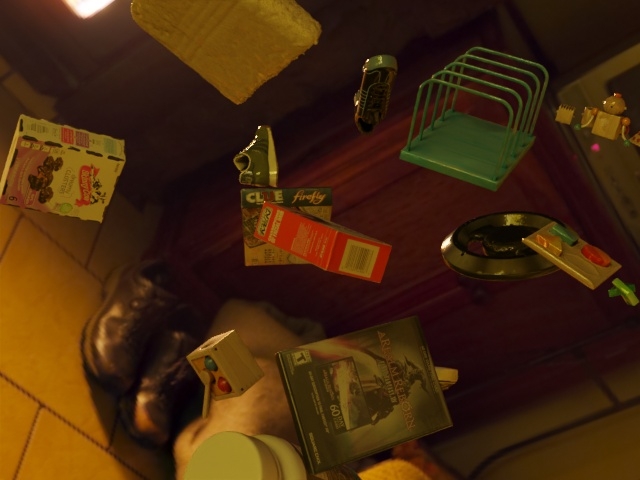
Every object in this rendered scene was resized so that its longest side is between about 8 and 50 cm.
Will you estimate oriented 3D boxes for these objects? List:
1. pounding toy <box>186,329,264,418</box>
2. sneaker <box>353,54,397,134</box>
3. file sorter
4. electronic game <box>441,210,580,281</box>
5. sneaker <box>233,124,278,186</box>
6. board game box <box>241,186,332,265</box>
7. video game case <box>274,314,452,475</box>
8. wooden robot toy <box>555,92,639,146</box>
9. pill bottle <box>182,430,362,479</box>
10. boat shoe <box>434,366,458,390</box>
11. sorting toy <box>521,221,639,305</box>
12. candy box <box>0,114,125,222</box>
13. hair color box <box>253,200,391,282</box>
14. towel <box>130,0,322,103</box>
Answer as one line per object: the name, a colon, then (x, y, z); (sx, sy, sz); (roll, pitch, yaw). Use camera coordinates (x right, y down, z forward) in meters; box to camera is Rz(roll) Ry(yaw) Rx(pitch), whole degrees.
pounding toy: (-0.201, 0.268, 1.692); (0.100, 0.141, 0.130); (-36, 97, -36)
sneaker: (0.124, -0.319, 1.886); (0.232, 0.081, 0.091); (110, -24, -69)
file sorter: (0.186, -0.150, 1.000); (0.170, 0.118, 0.105); (-42, 147, -52)
electronic game: (0.318, 0.008, 1.431); (0.229, 0.229, 0.048); (-66, 150, -61)
sneaker: (-0.139, -0.179, 1.781); (0.192, 0.086, 0.064); (-103, -168, -48)
board game box: (-0.066, -0.023, 1.622); (0.243, 0.165, 0.042); (98, -11, -63)
video game case: (0.075, 0.245, 1.386); (0.274, 0.026, 0.196); (-12, 79, -29)
wooden robot toy: (0.506, -0.224, 1.495); (0.173, 0.079, 0.076); (26, 30, 31)
pill bottle: (-0.075, 0.473, 1.556); (0.361, 0.204, 0.204); (37, 34, -49)
boat shoe: (0.158, 0.310, 1.712); (0.301, 0.108, 0.102); (0, 84, -38)
sorting toy: (0.183, 0.014, 0.577); (0.083, 0.012, 0.062); (37, 31, 24)
candy box: (-0.486, -0.131, 1.604); (0.196, 0.165, 0.070); (12, 38, -26)
hair color box: (0.000, 0.000, 1.080); (0.093, 0.167, 0.053); (14, 94, -38)
towel: (-0.115, -0.252, 0.968); (0.187, 0.282, 0.049); (37, 74, -16)
